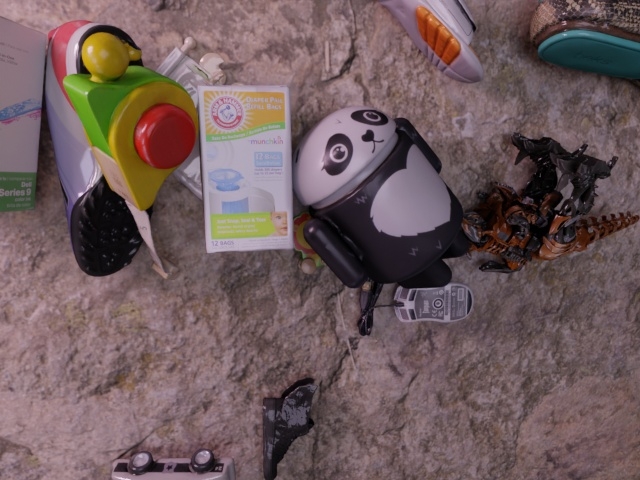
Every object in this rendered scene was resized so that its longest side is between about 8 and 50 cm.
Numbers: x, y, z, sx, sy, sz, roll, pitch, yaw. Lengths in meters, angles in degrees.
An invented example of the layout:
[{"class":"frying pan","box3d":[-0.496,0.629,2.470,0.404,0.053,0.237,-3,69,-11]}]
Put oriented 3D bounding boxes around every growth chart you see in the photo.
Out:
[{"class":"growth chart","box3d":[-0.154,-0.143,0.646,0.172,0.021,0.237,-41,107,-2]}]

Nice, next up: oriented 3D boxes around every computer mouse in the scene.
[{"class":"computer mouse","box3d":[0.156,0.102,0.757,0.192,0.042,0.106,0,97,-7]}]

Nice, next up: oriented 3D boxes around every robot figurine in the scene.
[{"class":"robot figurine","box3d":[0.085,-0.053,0.636,0.173,0.209,0.278,-36,109,23]}]

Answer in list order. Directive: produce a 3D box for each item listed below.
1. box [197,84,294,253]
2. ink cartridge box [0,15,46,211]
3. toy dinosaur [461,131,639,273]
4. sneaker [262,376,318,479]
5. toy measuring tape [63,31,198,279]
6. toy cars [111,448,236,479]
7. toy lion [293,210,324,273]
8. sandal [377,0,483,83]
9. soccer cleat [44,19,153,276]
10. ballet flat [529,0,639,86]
[{"class":"box","box3d":[-0.099,-0.094,0.603,0.114,0.103,0.203,-3,101,-13]},{"class":"ink cartridge box","box3d":[-0.412,-0.148,0.522,0.154,0.093,0.213,12,101,14]},{"class":"toy dinosaur","box3d":[0.351,-0.046,0.738,0.321,0.164,0.219,-9,119,-29]},{"class":"sneaker","box3d":[-0.050,0.309,0.748,0.089,0.051,0.170,-1,99,-8]},{"class":"toy measuring tape","box3d":[-0.192,-0.087,0.551,0.121,0.121,0.330,-13,139,-10]},{"class":"toy cars","box3d":[-0.146,0.445,0.718,0.393,0.087,0.176,37,108,-17]},{"class":"toy lion","box3d":[0.000,0.000,0.708,0.100,0.034,0.096,-4,95,-12]},{"class":"sandal","box3d":[0.149,-0.329,0.632,0.265,0.102,0.076,41,94,-15]},{"class":"soccer cleat","box3d":[-0.292,-0.109,0.593,0.108,0.116,0.319,-22,126,-50]},{"class":"ballet flat","box3d":[0.550,-0.305,0.707,0.482,0.164,0.182,17,84,-13]}]
